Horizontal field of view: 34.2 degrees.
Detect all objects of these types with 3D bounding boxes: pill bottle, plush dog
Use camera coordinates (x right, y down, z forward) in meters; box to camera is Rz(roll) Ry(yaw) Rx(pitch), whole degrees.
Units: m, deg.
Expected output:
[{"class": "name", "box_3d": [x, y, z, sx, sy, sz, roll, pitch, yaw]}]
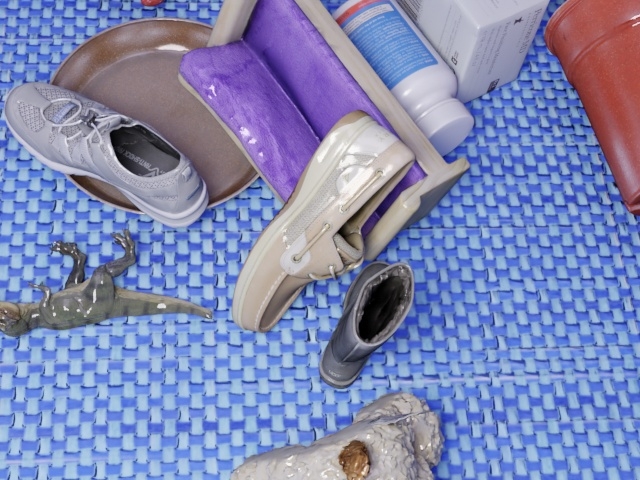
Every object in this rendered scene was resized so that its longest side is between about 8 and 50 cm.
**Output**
[{"class": "pill bottle", "box_3d": [0.104, -0.215, 1.382, 0.124, 0.124, 0.221, -26, 67, -18]}, {"class": "plush dog", "box_3d": [0.056, 0.307, 1.085, 0.262, 0.210, 0.225, -23, 93, -15]}]

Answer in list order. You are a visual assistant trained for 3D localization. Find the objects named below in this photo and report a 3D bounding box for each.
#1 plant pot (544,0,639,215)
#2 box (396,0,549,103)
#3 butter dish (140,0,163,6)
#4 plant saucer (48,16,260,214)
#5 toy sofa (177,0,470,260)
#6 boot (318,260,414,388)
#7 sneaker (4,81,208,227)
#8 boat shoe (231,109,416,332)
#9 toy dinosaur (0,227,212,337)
[{"class": "plant pot", "box_3d": [0.457, -0.187, 1.340, 0.272, 0.272, 0.265, -9, 72, -10]}, {"class": "box", "box_3d": [0.192, -0.313, 1.409, 0.119, 0.181, 0.182, -27, 68, -17]}, {"class": "butter dish", "box_3d": [-0.245, -0.383, 1.440, 0.160, 0.160, 0.118, -13, 87, -12]}, {"class": "plant saucer", "box_3d": [-0.204, -0.158, 1.365, 0.311, 0.050, 0.310, 2, 63, -4]}, {"class": "toy sofa", "box_3d": [-0.005, -0.155, 1.282, 0.177, 0.150, 0.362, -30, 78, -31]}, {"class": "boot", "box_3d": [0.062, 0.069, 1.179, 0.076, 0.208, 0.189, 20, 62, 4]}, {"class": "sneaker", "box_3d": [-0.256, -0.128, 1.251, 0.281, 0.115, 0.105, 26, 63, 8]}, {"class": "boat shoe", "box_3d": [0.000, 0.000, 1.184, 0.098, 0.302, 0.109, 38, 22, 15]}, {"class": "toy dinosaur", "box_3d": [-0.269, 0.052, 1.244, 0.268, 0.064, 0.118, -4, 69, -10]}]
